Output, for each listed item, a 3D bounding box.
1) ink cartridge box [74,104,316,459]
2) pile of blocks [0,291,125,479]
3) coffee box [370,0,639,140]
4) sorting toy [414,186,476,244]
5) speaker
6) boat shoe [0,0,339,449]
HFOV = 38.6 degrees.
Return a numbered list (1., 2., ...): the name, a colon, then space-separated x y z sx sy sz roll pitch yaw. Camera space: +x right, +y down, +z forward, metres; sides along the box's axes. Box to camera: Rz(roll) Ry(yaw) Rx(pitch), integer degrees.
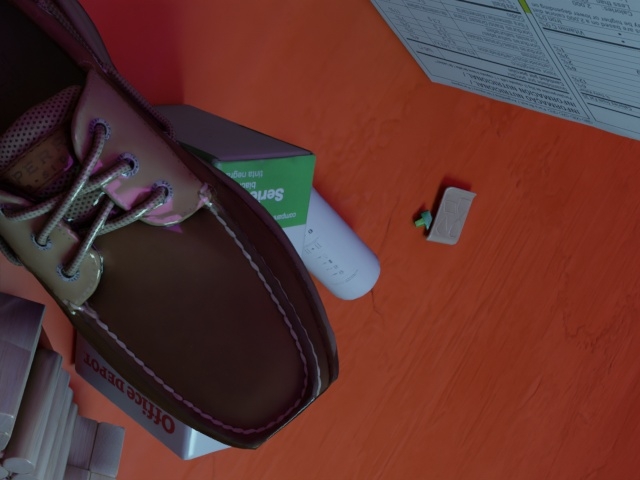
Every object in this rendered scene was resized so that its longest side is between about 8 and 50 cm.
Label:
1. ink cartridge box: -0.094 0.023 0.637 0.087 0.153 0.208 -10 115 -43
2. pile of blocks: -0.231 0.085 0.583 0.362 0.149 0.112 79 9 -45
3. coffee box: 0.223 -0.301 0.666 0.337 0.338 0.334 -58 139 -7
4. sorting toy: 0.127 -0.028 0.947 0.083 0.012 0.062 9 107 -51
5. speaker: 0.000 0.000 0.797 0.055 0.055 0.136 -56 138 -10
6. boat shoe: -0.125 -0.029 0.463 0.122 0.324 0.120 -43 169 4
